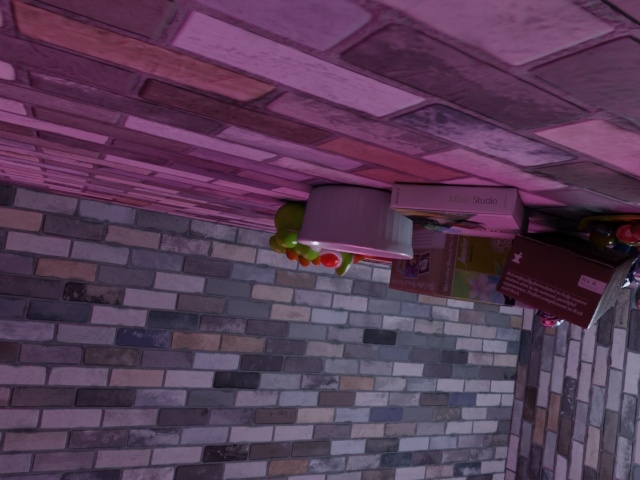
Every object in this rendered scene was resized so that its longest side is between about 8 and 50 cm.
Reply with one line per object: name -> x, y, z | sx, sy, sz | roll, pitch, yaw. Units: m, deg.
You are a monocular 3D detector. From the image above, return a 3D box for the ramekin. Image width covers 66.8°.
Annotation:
ramekin -> 0.088, -0.041, 1.151 | 0.277, 0.135, 0.277 | 8, 176, 1

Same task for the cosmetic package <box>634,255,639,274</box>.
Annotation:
cosmetic package -> 0.919, 0.061, 1.287 | 0.118, 0.085, 0.231 | 10, 174, -17

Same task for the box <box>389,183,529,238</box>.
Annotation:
box -> 0.310, -0.057, 1.040 | 0.232, 0.058, 0.322 | 6, 174, 28

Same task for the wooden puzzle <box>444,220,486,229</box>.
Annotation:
wooden puzzle -> 0.298, -0.031, 0.990 | 0.083, 0.006, 0.049 | 9, 175, -13

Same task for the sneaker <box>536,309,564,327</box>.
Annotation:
sneaker -> 0.650, 0.185, 1.330 | 0.104, 0.125, 0.262 | 20, -176, 33

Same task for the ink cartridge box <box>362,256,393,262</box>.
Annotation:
ink cartridge box -> 0.210, 0.016, 1.762 | 0.310, 0.130, 0.272 | 9, 175, -8

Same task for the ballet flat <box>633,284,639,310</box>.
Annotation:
ballet flat -> 1.152, 0.161, 1.412 | 0.483, 0.163, 0.182 | 0, -168, -23

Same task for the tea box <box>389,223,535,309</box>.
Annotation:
tea box -> 0.429, 0.073, 1.486 | 0.324, 0.219, 0.329 | 8, 176, -16

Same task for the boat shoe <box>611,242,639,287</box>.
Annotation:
boat shoe -> 0.801, 0.078, 1.304 | 0.089, 0.109, 0.258 | 32, 163, 19

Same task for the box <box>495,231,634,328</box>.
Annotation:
box -> 0.563, 0.073, 1.092 | 0.191, 0.143, 0.381 | 25, -165, 35

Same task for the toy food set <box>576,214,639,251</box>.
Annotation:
toy food set -> 0.626, -0.008, 0.974 | 0.128, 0.071, 0.218 | 10, 175, -25

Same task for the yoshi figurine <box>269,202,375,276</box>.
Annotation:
yoshi figurine -> 0.002, -0.028, 1.481 | 0.362, 0.203, 0.203 | 7, -157, -39
